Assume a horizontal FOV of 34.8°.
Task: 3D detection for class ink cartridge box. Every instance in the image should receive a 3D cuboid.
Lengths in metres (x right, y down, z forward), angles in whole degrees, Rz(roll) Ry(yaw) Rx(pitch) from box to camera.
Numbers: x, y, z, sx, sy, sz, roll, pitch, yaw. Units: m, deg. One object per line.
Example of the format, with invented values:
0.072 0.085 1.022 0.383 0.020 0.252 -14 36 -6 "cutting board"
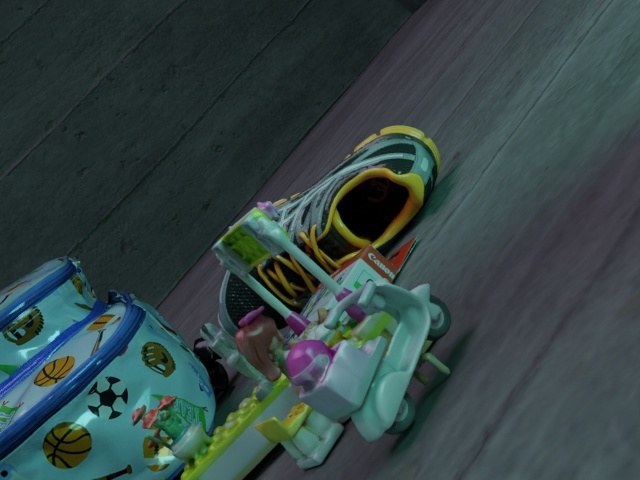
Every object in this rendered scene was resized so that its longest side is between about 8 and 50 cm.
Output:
0.017 0.035 0.663 0.063 0.029 0.115 -40 11 48 "ink cartridge box"

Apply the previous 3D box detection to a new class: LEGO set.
-0.048 0.072 0.540 0.287 0.107 0.132 -40 10 45 "LEGO set"

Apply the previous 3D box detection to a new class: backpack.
-0.195 0.138 0.735 0.276 0.213 0.263 -46 17 -10 "backpack"

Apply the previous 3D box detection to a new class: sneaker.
0.000 0.000 0.759 0.215 0.084 0.083 -45 12 15 "sneaker"
